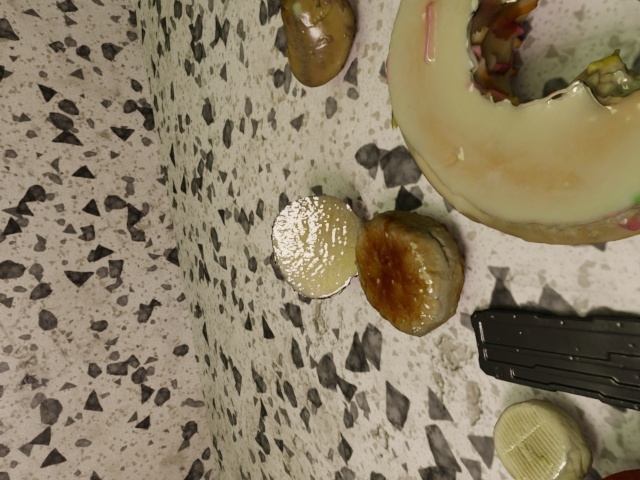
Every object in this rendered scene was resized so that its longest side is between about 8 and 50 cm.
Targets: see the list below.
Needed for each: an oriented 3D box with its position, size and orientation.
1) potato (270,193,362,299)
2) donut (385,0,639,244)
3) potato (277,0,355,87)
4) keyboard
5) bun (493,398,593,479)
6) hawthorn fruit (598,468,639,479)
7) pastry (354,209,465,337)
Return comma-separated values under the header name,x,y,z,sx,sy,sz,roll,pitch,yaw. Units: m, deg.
name,x,y,z,sx,sy,sz,roll,pitch,yaw
potato,0.000,0.000,0.792,0.117,0.182,0.202,-86,-24,-73
donut,0.213,-0.168,0.403,0.307,0.150,0.370,-49,60,52
potato,-0.004,-0.366,0.705,0.137,0.137,0.175,54,159,33
keyboard,0.300,0.139,0.479,0.262,0.016,0.106,-9,90,57
bun,0.278,0.256,0.497,0.115,0.069,0.115,-33,50,51
hawthorn fruit,0.301,0.323,0.416,0.165,0.166,0.285,65,153,21
pastry,0.136,0.049,0.627,0.192,0.093,0.181,34,126,52
